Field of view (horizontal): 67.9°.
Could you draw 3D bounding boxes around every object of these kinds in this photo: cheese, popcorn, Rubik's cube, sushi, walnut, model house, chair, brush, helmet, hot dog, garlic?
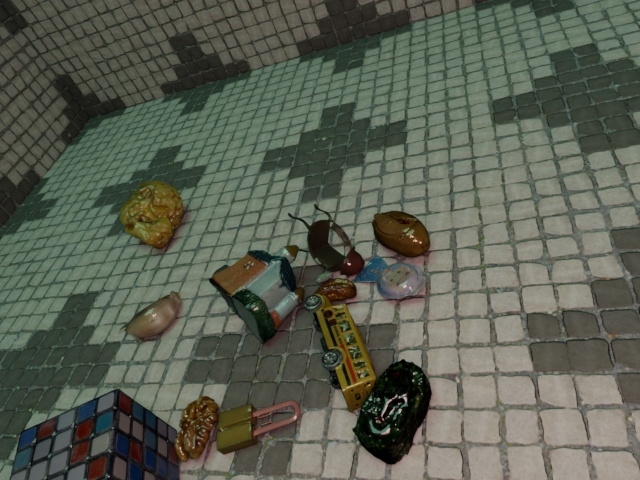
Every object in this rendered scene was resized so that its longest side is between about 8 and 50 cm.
[{"bbox_3d":[0.012,0.116,1.491,0.067,0.121,0.026,-26,84,1],"label":"cheese"},{"bbox_3d":[-0.721,-0.109,2.019,0.264,0.225,0.333,-15,55,6],"label":"popcorn"},{"bbox_3d":[-0.541,0.593,1.162,0.291,0.287,0.293,-24,42,5],"label":"Rubik's cube"},{"bbox_3d":[0.170,0.392,1.110,0.124,0.127,0.225,17,59,37],"label":"sushi"},{"bbox_3d":[0.249,-0.023,1.485,0.137,0.137,0.245,-39,33,-12],"label":"walnut"},{"bbox_3d":[-0.160,0.132,1.499,0.291,0.185,0.253,-43,43,-17],"label":"model house"},{"bbox_3d":[0.000,0.000,1.565,0.174,0.149,0.213,-21,40,-39],"label":"chair"},{"bbox_3d":[-0.160,0.480,1.257,0.233,0.047,0.103,-20,42,7],"label":"brush"},{"bbox_3d":[-0.342,0.503,1.288,0.142,0.069,0.170,-33,34,36],"label":"walnut"},{"bbox_3d":[0.110,0.073,1.501,0.057,0.089,0.111,20,38,17],"label":"helmet"},{"bbox_3d":[0.037,0.158,1.452,0.147,0.065,0.099,-14,10,16],"label":"hot dog"},{"bbox_3d":[-0.614,0.283,1.662,0.266,0.148,0.129,-25,78,-3],"label":"garlic"},{"bbox_3d":[0.210,0.110,1.421,0.135,0.052,0.244,-44,33,-19],"label":"cheese"}]

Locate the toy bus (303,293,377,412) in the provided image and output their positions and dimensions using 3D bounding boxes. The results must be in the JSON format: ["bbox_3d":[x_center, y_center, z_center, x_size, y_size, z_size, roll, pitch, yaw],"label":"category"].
[{"bbox_3d":[0.054,0.282,1.288,0.122,0.121,0.336,-20,41,-2],"label":"toy bus"}]
